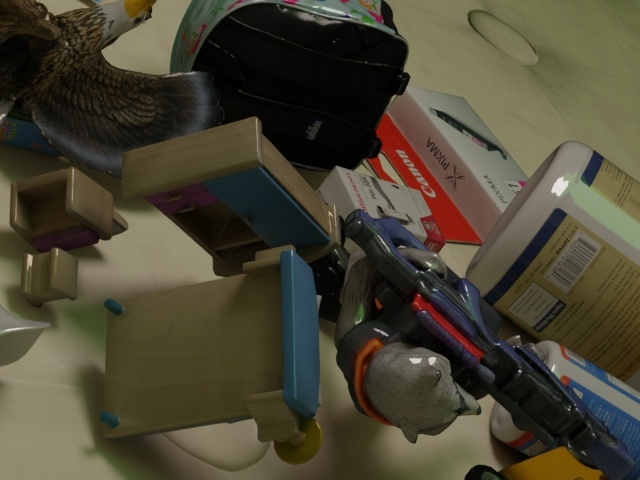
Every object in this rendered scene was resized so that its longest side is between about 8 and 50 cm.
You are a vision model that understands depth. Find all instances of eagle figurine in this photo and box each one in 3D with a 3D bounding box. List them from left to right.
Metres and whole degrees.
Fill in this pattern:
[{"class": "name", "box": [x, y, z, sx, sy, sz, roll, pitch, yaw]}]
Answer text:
[{"class": "eagle figurine", "box": [-0.248, -0.185, 1.592, 0.225, 0.226, 0.298, 3, -15, 18]}]

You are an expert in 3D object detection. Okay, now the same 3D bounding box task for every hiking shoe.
[{"class": "hiking shoe", "box": [0.000, 0.000, 1.718, 0.114, 0.086, 0.227, -5, 47, -46]}]

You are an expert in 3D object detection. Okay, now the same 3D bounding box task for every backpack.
[{"class": "backpack", "box": [-0.049, -0.212, 1.849, 0.253, 0.225, 0.191, 7, 35, -26]}]

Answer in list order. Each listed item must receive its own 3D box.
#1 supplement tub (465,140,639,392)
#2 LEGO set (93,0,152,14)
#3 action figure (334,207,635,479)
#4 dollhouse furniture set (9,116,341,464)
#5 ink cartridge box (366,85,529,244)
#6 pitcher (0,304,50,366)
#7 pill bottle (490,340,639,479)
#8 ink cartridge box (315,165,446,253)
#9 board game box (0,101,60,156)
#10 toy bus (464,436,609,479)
[{"class": "supplement tub", "box": [0.360, 0.054, 1.883, 0.316, 0.228, 0.228, 37, 28, 1]}, {"class": "LEGO set", "box": [-0.312, -0.371, 1.999, 0.244, 0.060, 0.182, 31, 46, -9]}, {"class": "action figure", "box": [0.118, 0.131, 1.459, 0.341, 0.178, 0.330, 44, 10, 3]}, {"class": "dollhouse furniture set", "box": [-0.117, 0.087, 1.427, 0.198, 0.286, 0.303, 47, 35, -56]}, {"class": "ink cartridge box", "box": [0.168, -0.104, 2.094, 0.239, 0.060, 0.275, 7, 39, -44]}, {"class": "pitcher", "box": [-0.347, 0.040, 1.257, 0.207, 0.125, 0.178, 50, 44, 3]}, {"class": "pill bottle", "box": [0.306, 0.212, 1.691, 0.221, 0.124, 0.124, 31, 28, -10]}, {"class": "ink cartridge box", "box": [0.070, -0.025, 1.865, 0.135, 0.056, 0.099, 15, 35, -35]}, {"class": "board game box", "box": [-0.363, -0.184, 1.650, 0.160, 0.039, 0.211, 12, 36, -38]}, {"class": "toy bus", "box": [0.194, 0.281, 1.476, 0.333, 0.108, 0.130, -8, 50, -52]}]
